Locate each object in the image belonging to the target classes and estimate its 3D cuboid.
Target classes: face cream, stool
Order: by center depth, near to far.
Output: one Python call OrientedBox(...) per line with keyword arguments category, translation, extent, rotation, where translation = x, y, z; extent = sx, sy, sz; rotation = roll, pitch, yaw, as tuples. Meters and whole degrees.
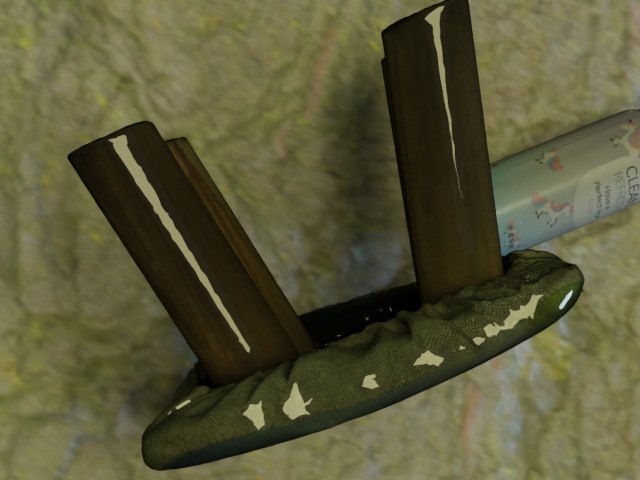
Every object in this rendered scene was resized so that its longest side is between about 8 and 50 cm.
OrientedBox(category="stool", translation=(0.000, 0.000, 1.316), extent=(0.310, 0.310, 0.226), rotation=(-22, 89, 2))
OrientedBox(category="face cream", translation=(0.201, -0.049, 1.526), extent=(0.229, 0.075, 0.075), rotation=(-23, 94, -18))
